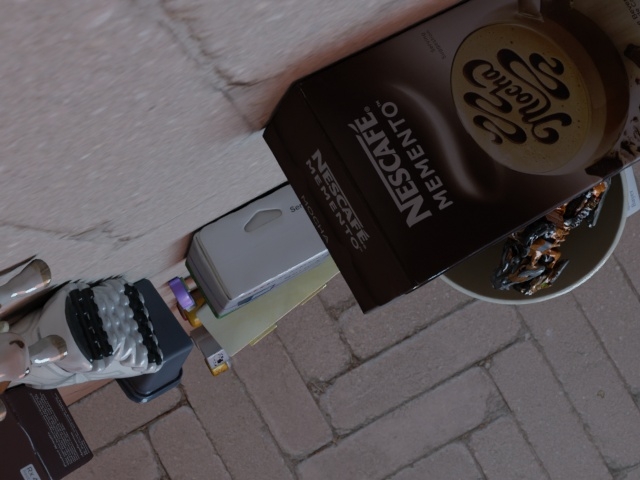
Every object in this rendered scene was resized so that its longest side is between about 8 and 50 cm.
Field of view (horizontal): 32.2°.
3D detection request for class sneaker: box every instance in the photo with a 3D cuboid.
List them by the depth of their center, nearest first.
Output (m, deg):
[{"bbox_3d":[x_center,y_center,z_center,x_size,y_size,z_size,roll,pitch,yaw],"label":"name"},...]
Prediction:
[{"bbox_3d":[-0.252,0.105,1.167,0.118,0.110,0.292,-23,169,8],"label":"sneaker"}]

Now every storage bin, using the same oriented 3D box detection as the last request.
[{"bbox_3d":[-0.223,0.119,1.365,0.098,0.135,0.091,-27,164,-40],"label":"storage bin"}]

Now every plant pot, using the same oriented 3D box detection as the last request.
[{"bbox_3d":[0.243,-0.093,1.405,0.256,0.256,0.274,-31,-166,19],"label":"plant pot"}]

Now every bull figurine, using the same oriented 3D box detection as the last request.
[{"bbox_3d":[-0.288,0.107,0.811,0.310,0.101,0.188,-32,177,34],"label":"bull figurine"}]

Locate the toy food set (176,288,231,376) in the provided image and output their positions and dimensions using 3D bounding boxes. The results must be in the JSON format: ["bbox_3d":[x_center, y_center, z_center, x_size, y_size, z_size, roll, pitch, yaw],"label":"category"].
[{"bbox_3d":[-0.181,0.141,1.964,0.104,0.111,0.232,-29,145,-11],"label":"toy food set"}]

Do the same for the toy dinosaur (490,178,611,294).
[{"bbox_3d":[0.225,-0.091,1.201,0.218,0.322,0.164,1,-170,-19],"label":"toy dinosaur"}]

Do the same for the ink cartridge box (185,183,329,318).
[{"bbox_3d":[-0.070,0.012,1.309,0.154,0.093,0.212,-28,175,-13],"label":"ink cartridge box"}]

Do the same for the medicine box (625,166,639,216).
[{"bbox_3d":[0.288,-0.075,1.707,0.289,0.149,0.263,-28,-156,-20],"label":"medicine box"}]

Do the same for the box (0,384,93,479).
[{"bbox_3d":[-0.513,0.346,1.841,0.167,0.168,0.203,-29,176,7],"label":"box"}]

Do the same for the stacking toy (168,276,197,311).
[{"bbox_3d":[-0.195,0.081,1.605,0.167,0.052,0.221,-30,177,-3],"label":"stacking toy"}]

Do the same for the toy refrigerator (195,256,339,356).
[{"bbox_3d":[-0.048,0.052,1.646,0.269,0.094,0.102,-38,-175,8],"label":"toy refrigerator"}]

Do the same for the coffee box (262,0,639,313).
[{"bbox_3d":[0.128,-0.089,0.851,0.297,0.168,0.119,-29,177,-20],"label":"coffee box"}]
